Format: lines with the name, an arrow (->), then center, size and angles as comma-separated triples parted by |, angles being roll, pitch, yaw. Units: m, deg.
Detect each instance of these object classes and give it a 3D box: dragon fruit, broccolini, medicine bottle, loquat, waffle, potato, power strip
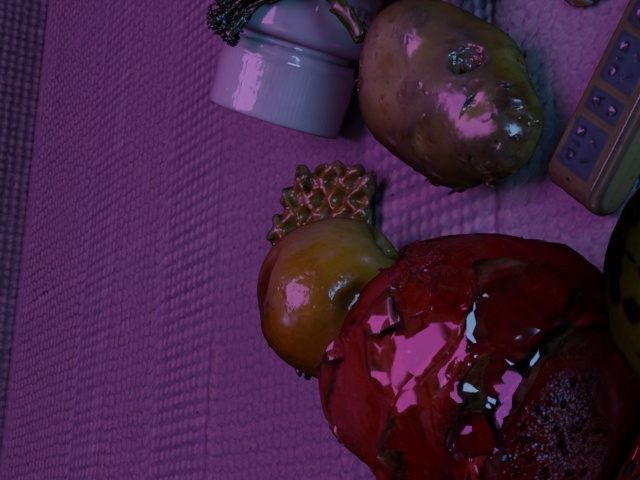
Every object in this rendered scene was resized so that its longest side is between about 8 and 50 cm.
dragon fruit -> 0.155, 0.137, 1.129 | 0.301, 0.295, 0.296 | -2, 77, 46
broccolini -> -0.054, -0.283, 1.516 | 0.271, 0.062, 0.123 | 29, 114, 34
medicine bottle -> -0.014, -0.342, 1.654 | 0.211, 0.211, 0.371 | 33, 108, 58
loquat -> 0.013, 0.072, 1.459 | 0.213, 0.213, 0.213 | -28, 56, 53
waffle -> 0.002, 0.000, 1.655 | 0.204, 0.054, 0.223 | 5, 84, 49
potato -> 0.149, -0.163, 1.380 | 0.296, 0.141, 0.192 | 48, 125, 47
power strip -> 0.333, -0.208, 1.161 | 0.092, 0.066, 0.388 | 50, 122, 51

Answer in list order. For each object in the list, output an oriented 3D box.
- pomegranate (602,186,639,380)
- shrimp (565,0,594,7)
pomegranate -> 0.351, 0.067, 0.902 | 0.242, 0.242, 0.306 | -45, 64, 43
shrimp -> 0.278, -0.323, 1.332 | 0.180, 0.041, 0.099 | -121, 36, -48
